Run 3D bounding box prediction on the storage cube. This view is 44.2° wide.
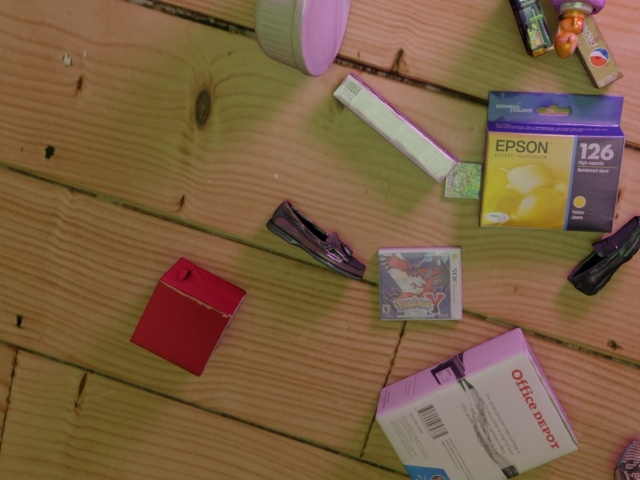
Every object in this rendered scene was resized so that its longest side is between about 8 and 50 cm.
[{"bbox_3d":[-0.323,0.187,1.945,0.193,0.183,0.215,28,106,-1],"label":"storage cube"}]

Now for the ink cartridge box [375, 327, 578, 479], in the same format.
[{"bbox_3d":[0.377,0.433,1.918,0.395,0.166,0.285,-27,100,15],"label":"ink cartridge box"}]

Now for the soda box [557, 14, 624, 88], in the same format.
[{"bbox_3d":[0.587,-0.422,1.715,0.058,0.061,0.181,-28,99,14],"label":"soda box"}]

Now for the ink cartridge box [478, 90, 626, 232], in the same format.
[{"bbox_3d":[0.522,-0.176,1.784,0.304,0.072,0.307,3,107,5],"label":"ink cartridge box"}]

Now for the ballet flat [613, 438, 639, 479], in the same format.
[{"bbox_3d":[0.959,0.607,1.901,0.483,0.164,0.182,21,86,4],"label":"ballet flat"}]

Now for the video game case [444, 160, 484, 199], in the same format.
[{"bbox_3d":[0.356,-0.140,1.850,0.122,0.011,0.087,5,105,7],"label":"video game case"}]

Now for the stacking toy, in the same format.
[{"bbox_3d":[0.527,-0.518,1.604,0.166,0.175,0.301,10,89,5],"label":"stacking toy"}]

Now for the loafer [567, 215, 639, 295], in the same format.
[{"bbox_3d":[0.663,0.029,1.817,0.078,0.076,0.223,33,111,-9],"label":"loafer"}]

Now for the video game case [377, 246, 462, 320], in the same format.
[{"bbox_3d":[0.243,0.107,1.925,0.201,0.023,0.183,-1,104,9],"label":"video game case"}]

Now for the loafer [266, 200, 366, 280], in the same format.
[{"bbox_3d":[0.000,0.000,1.899,0.268,0.096,0.084,30,101,2],"label":"loafer"}]

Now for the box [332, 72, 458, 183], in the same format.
[{"bbox_3d":[0.172,-0.259,1.811,0.324,0.063,0.067,39,109,-1],"label":"box"}]

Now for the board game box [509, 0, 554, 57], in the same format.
[{"bbox_3d":[0.443,-0.464,1.668,0.048,0.170,0.141,-20,100,14],"label":"board game box"}]

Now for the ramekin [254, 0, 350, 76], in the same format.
[{"bbox_3d":[-0.039,-0.496,1.689,0.127,0.273,0.272,17,107,17],"label":"ramekin"}]
